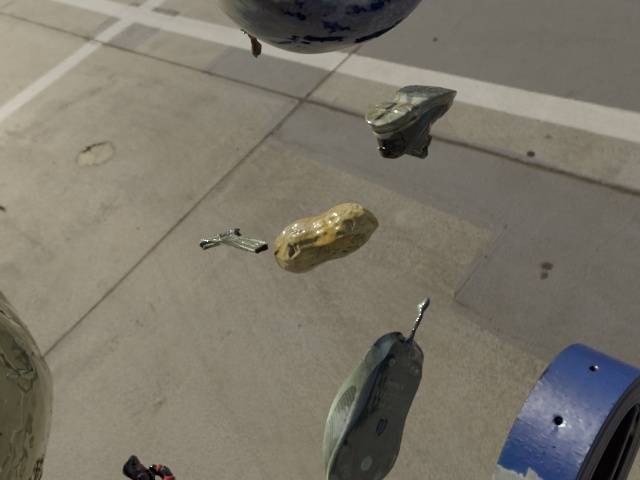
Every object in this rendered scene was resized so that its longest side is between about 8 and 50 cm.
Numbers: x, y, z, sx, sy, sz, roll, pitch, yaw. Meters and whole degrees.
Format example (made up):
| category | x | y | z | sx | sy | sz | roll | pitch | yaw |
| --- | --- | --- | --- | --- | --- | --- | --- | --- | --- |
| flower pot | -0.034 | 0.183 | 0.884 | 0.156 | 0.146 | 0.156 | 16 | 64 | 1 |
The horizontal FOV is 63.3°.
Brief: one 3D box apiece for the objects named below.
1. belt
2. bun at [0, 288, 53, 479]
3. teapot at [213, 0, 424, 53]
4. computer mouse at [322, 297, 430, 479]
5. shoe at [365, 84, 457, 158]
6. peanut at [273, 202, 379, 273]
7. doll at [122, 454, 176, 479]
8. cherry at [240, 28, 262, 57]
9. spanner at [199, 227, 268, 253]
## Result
| category | x | y | z | sx | sy | sz | roll | pitch | yaw |
| --- | --- | --- | --- | --- | --- | --- | --- | --- | --- |
| belt | 0.372 | 0.334 | 0.777 | 0.117 | 0.212 | 0.347 | 25 | 93 | 49 |
| bun | -0.318 | 0.121 | 0.242 | 0.362 | 0.235 | 0.326 | -15 | 38 | -41 |
| teapot | 0.016 | -0.316 | 0.441 | 0.424 | 0.280 | 0.252 | -12 | 64 | -41 |
| computer mouse | 0.101 | 0.268 | 0.928 | 0.090 | 0.167 | 0.379 | 18 | 78 | 49 |
| shoe | 0.134 | -0.160 | 0.745 | 0.071 | 0.099 | 0.169 | 22 | 44 | 41 |
| peanut | 0.000 | 0.000 | 0.858 | 0.214 | 0.099 | 0.099 | -16 | 45 | 33 |
| doll | -0.242 | 0.457 | 0.868 | 0.248 | 0.088 | 0.127 | 27 | 70 | 13 |
| cherry | -0.014 | -0.328 | 0.749 | 0.225 | 0.107 | 0.090 | -36 | 75 | -10 |
| spanner | -0.174 | 0.003 | 1.040 | 0.093 | 0.026 | 0.325 | -22 | 12 | -23 |
